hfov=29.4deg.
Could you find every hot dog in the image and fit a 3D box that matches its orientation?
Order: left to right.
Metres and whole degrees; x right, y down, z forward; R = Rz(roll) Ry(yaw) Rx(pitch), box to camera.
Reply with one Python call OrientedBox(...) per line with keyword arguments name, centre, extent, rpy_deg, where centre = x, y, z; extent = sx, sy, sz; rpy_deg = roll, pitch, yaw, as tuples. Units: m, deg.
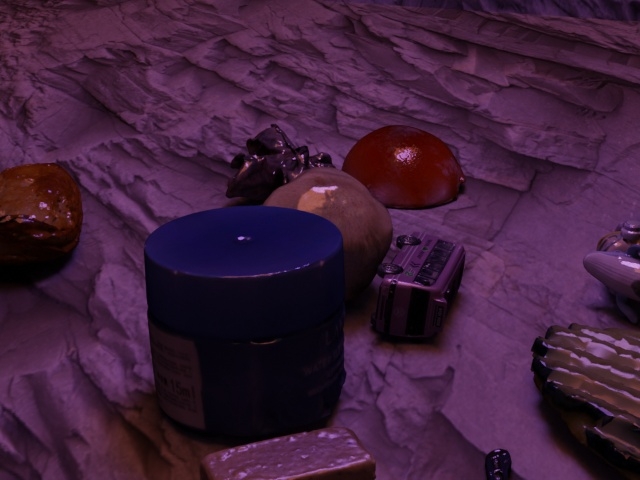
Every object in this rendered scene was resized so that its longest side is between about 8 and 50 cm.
OrientedBox(name="hot dog", centre=(-0.465, -0.032, 1.925), extent=(0.175, 0.114, 0.259), rpy_deg=(-3, 23, 3))

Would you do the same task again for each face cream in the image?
OrientedBox(name="face cream", centre=(-0.092, 0.098, 1.532), extent=(0.249, 0.225, 0.249), rpy_deg=(-1, 23, 0))

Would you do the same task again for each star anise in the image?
OrientedBox(name="star anise", centre=(-0.065, -0.133, 2.158), extent=(0.199, 0.110, 0.257), rpy_deg=(6, 19, 10))

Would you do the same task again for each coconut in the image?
OrientedBox(name="coconut", centre=(0.000, 0.000, 1.791), extent=(0.224, 0.224, 0.224), rpy_deg=(1, 25, 0))

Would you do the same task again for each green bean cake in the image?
OrientedBox(name="green bean cake", centre=(-0.034, 0.272, 1.297), extent=(0.179, 0.109, 0.085), rpy_deg=(-8, 28, -19))

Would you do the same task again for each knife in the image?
OrientedBox(name="knife", centre=(0.208, 0.279, 1.401), extent=(0.031, 0.018, 0.121), rpy_deg=(-1, 27, 0))

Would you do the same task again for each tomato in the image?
OrientedBox(name="tomato", centre=(0.148, -0.141, 2.184), extent=(0.228, 0.112, 0.199), rpy_deg=(-7, 28, -11))

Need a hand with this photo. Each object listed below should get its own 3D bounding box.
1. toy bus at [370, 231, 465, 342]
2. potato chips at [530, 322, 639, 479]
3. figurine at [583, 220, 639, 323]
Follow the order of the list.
OrientedBox(name="toy bus", centre=(0.144, 0.066, 1.761), extent=(0.108, 0.096, 0.199), rpy_deg=(13, 24, 13))
OrientedBox(name="potato chips", centre=(0.449, 0.206, 1.516), extent=(0.429, 0.070, 0.358), rpy_deg=(22, 29, 34))
OrientedBox(name="figurine", centre=(0.490, 0.043, 1.797), extent=(0.209, 0.128, 0.184), rpy_deg=(7, 22, -6))
